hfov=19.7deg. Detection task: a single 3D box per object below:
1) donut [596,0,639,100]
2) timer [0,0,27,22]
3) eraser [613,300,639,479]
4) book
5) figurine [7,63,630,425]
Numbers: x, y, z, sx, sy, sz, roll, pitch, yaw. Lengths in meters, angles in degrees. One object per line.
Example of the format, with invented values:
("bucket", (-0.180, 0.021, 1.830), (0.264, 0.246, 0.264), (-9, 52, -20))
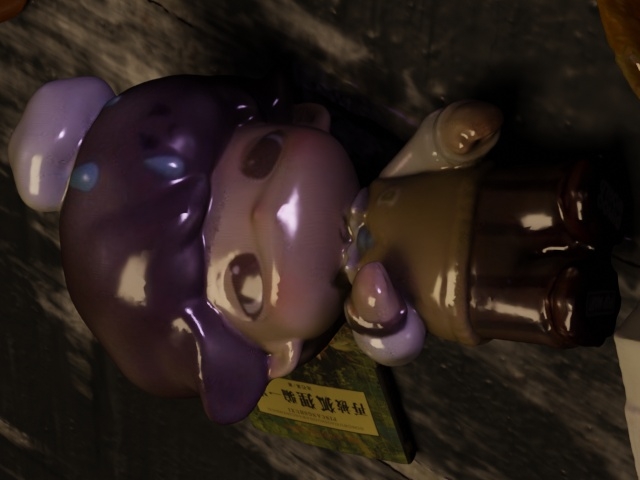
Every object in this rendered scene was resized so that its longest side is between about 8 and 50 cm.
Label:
("donut", (0.283, -0.129, 0.771), (0.330, 0.160, 0.330), (23, 146, 17))
("timer", (-0.307, -0.183, 1.331), (0.132, 0.152, 0.132), (28, 141, 26))
("eraser", (0.264, 0.157, 1.117), (0.124, 0.081, 0.279), (13, 133, 39))
("book", (-0.021, 0.063, 1.382), (0.160, 0.024, 0.228), (9, 130, 39))
("figurine", (-0.007, 0.004, 1.137), (0.365, 0.206, 0.218), (5, 101, 43))
